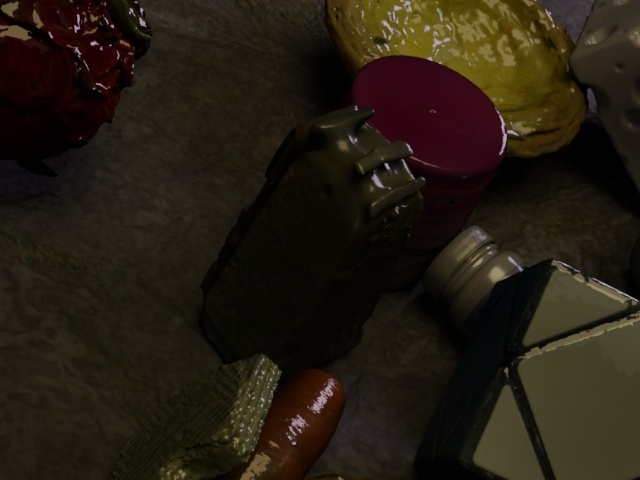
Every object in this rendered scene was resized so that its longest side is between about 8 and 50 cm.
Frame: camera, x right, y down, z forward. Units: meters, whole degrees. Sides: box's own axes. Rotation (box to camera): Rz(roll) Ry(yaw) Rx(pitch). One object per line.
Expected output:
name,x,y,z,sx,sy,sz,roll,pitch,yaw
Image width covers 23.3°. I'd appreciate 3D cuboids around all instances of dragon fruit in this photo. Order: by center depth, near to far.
dragon fruit,-0.312,-0.198,1.526,0.299,0.244,0.244,25,38,28

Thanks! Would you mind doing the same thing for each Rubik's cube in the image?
Rubik's cube,0.233,0.156,1.431,0.207,0.205,0.205,25,80,-2

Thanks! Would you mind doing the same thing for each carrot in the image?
carrot,-0.041,0.187,1.401,0.087,0.087,0.193,36,45,8

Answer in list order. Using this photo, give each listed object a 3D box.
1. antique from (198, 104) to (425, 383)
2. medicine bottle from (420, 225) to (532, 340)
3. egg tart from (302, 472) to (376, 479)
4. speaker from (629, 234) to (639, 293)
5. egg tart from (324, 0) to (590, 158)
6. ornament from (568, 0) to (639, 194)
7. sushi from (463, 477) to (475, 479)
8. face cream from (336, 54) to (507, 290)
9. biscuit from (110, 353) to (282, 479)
antique,0.000,0.000,1.453,0.150,0.284,0.125,-24,64,-39
medicine bottle,0.200,0.078,1.614,0.187,0.103,0.103,45,45,16
egg tart,0.010,0.318,1.198,0.315,0.120,0.315,-3,63,6
speaker,0.562,0.047,1.780,0.406,0.183,0.184,2,43,-26
egg tart,0.150,-0.202,1.831,0.345,0.132,0.345,15,44,-15
ornament,0.474,-0.211,1.858,0.240,0.240,0.239,58,34,-21
sushi,0.130,0.319,1.312,0.127,0.124,0.225,-27,69,0
face cream,0.080,-0.068,1.623,0.175,0.195,0.175,14,43,-14
biscuit,-0.122,0.201,1.302,0.046,0.147,0.250,51,36,-23
